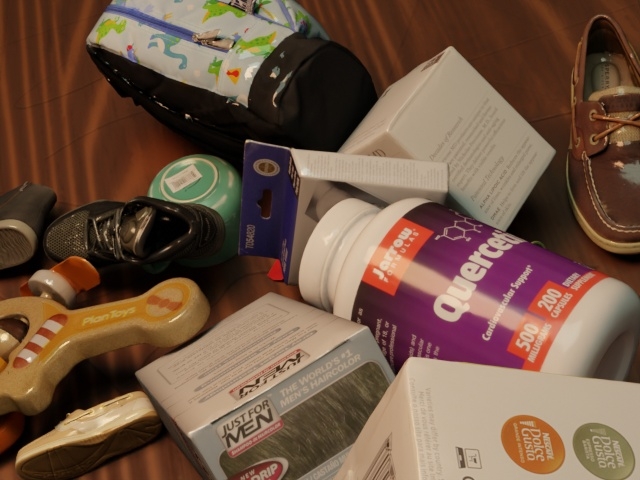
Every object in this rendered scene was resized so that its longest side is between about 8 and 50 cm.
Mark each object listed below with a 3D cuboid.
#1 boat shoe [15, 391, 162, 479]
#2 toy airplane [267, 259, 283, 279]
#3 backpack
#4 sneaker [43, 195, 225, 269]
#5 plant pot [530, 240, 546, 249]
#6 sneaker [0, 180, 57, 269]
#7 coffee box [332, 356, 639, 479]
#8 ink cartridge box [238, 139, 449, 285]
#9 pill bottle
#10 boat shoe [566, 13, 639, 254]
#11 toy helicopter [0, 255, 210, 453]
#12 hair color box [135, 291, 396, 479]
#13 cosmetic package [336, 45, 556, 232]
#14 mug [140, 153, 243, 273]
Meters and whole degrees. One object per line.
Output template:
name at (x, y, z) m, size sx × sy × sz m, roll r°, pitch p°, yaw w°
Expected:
boat shoe at (-0.266, 0.221, 1.442) m, size 0.170 × 0.063 × 0.059 m, roll -19°, pitch 43°, yaw -10°
toy airplane at (0.000, 0.000, 1.577) m, size 0.151 × 0.028 × 0.151 m, roll -7°, pitch 52°, yaw 9°
backpack at (-0.119, -0.221, 1.597) m, size 0.355 × 0.290 × 0.274 m, roll 10°, pitch 81°, yaw 26°
sneaker at (-0.239, -0.011, 1.496) m, size 0.227 × 0.130 × 0.087 m, roll 0°, pitch 85°, yaw 16°
plant pot at (0.211, 0.036, 1.474) m, size 0.079 × 0.083 × 0.083 m, roll 10°, pitch 53°, yaw 35°
sneaker at (-0.455, -0.009, 1.672) m, size 0.222 × 0.083 × 0.118 m, roll -7°, pitch 31°, yaw 16°
coffee box at (0.182, 0.335, 0.995) m, size 0.334 × 0.338 × 0.338 m, roll 8°, pitch 49°, yaw -15°
ink cartridge box at (0.019, -0.018, 1.430) m, size 0.223 × 0.223 × 0.045 m, roll 6°, pitch 55°, yaw -1°
pill bottle at (0.141, 0.071, 1.262) m, size 0.322 × 0.182 × 0.181 m, roll 25°, pitch 60°, yaw 29°
boat shoe at (0.359, -0.140, 1.546) m, size 0.123 × 0.123 × 0.342 m, roll -3°, pitch 51°, yaw 11°
toy helicopter at (-0.289, 0.102, 1.467) m, size 0.355 × 0.140 × 0.235 m, roll -14°, pitch 36°, yaw 17°
hair color box at (-0.059, 0.156, 1.269) m, size 0.185 × 0.114 × 0.374 m, roll -31°, pitch 9°, yaw -12°
cosmetic package at (0.142, -0.096, 1.490) m, size 0.183 × 0.151 × 0.151 m, roll 42°, pitch 62°, yaw -11°
mug at (-0.157, -0.035, 1.597) m, size 0.129 × 0.097 × 0.158 m, roll 2°, pitch 52°, yaw 15°
